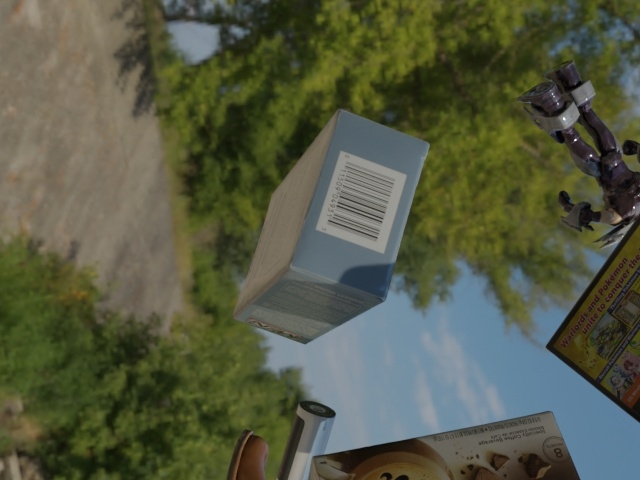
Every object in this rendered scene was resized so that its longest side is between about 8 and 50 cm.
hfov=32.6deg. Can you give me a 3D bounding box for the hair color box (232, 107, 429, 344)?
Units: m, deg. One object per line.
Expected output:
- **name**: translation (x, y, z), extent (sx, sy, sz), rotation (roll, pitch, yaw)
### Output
- **hair color box**: translation (0.000, 0.000, 1.309), extent (0.374, 0.113, 0.185), rotation (140, -31, -72)

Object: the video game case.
- **video game case**: translation (0.465, 0.103, 1.413), extent (0.248, 0.275, 0.035), rotation (40, 14, 32)

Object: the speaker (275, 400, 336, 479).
- **speaker**: translation (-0.022, 0.293, 1.501), extent (0.055, 0.055, 0.136), rotation (-130, -125, -72)

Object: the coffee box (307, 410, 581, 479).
- **coffee box**: translation (0.148, 0.317, 1.254), extent (0.119, 0.297, 0.168), rotation (99, -21, -52)

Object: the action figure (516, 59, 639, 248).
- **action figure**: translation (0.395, -0.113, 1.534), extent (0.285, 0.185, 0.099), rotation (55, -23, -7)

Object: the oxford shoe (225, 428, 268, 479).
- **oxford shoe**: translation (-0.058, 0.265, 1.028), extent (0.212, 0.076, 0.076), rotation (-89, -178, -53)
